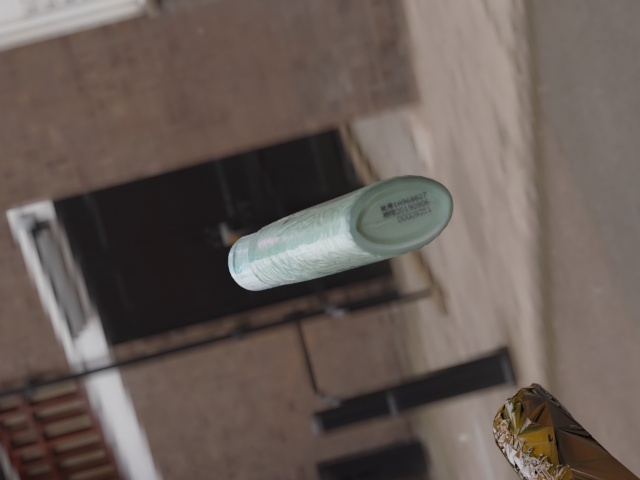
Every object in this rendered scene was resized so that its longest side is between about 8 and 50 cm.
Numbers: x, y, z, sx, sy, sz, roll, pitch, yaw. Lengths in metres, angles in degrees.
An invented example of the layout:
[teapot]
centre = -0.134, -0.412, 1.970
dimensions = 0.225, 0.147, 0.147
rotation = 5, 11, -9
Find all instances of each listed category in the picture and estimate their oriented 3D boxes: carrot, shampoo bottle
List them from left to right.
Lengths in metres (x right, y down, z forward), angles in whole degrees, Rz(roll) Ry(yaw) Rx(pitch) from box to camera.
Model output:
[shampoo bottle]
centre = 0.000, 0.000, 0.994
dimensions = 0.191, 0.069, 0.041
rotation = -18, 95, 62
[carrot]
centre = 0.184, 0.173, 1.147
dimensions = 0.228, 0.069, 0.069
rotation = 48, 157, 51
